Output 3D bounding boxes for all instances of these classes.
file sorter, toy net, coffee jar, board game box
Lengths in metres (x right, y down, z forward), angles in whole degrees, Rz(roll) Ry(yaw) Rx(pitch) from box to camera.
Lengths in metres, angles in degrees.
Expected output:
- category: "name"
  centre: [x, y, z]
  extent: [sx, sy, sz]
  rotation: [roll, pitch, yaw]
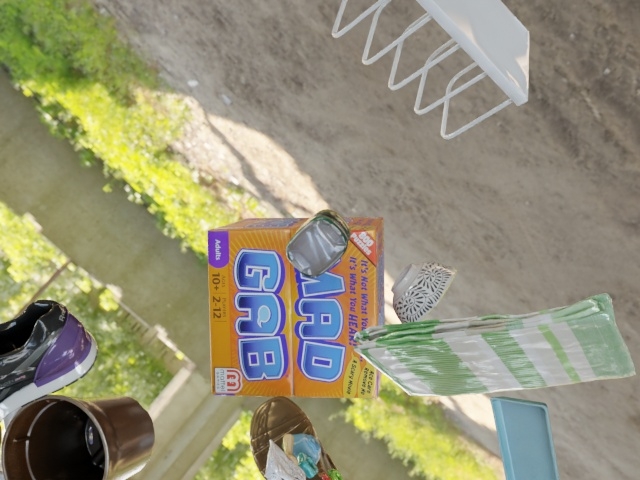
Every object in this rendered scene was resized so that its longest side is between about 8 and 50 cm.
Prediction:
- category: "file sorter"
  centre: [0.182, -0.328, 1.215]
  extent: [0.277, 0.193, 0.173]
  rotation: [38, 135, -24]
- category: "toy net"
  centre: [-0.034, 0.354, 1.155]
  extent: [0.122, 0.045, 0.232]
  rotation: [56, -170, 16]
- category: "coffee jar"
  centre: [0.000, 0.000, 1.250]
  extent: [0.079, 0.096, 0.184]
  rotation: [46, -173, -2]
- category: "board game box"
  centre: [-0.038, 0.135, 1.734]
  extent: [0.356, 0.357, 0.356]
  rotation: [0, -174, 8]

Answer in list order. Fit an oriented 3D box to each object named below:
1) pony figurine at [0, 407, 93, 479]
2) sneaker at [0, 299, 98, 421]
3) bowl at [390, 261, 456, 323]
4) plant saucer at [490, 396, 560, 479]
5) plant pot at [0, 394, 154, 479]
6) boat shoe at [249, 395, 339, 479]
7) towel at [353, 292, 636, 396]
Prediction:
- category: "pony figurine"
  centre: [-0.471, 0.438, 1.328]
  extent: [0.350, 0.364, 0.303]
  rotation: [18, -160, -16]
- category: "sneaker"
  centre: [-0.432, 0.168, 0.942]
  extent: [0.107, 0.283, 0.124]
  rotation: [44, 163, 37]
- category: "bowl"
  centre: [0.200, 0.100, 1.581]
  extent: [0.080, 0.170, 0.170]
  rotation: [38, 166, -2]
- category: "plant saucer"
  centre: [0.242, 0.262, 0.860]
  extent: [0.067, 0.018, 0.192]
  rotation: [1, 112, 40]
- category: "plant pot"
  centre: [-0.328, 0.291, 1.074]
  extent: [0.167, 0.167, 0.165]
  rotation: [36, -172, 16]
- category: "boat shoe"
  centre: [-0.022, 0.431, 1.356]
  extent: [0.342, 0.123, 0.123]
  rotation: [48, 168, 44]
- category: "towel"
  centre: [0.237, 0.152, 1.019]
  extent: [0.324, 0.038, 0.248]
  rotation: [-12, 147, 23]
